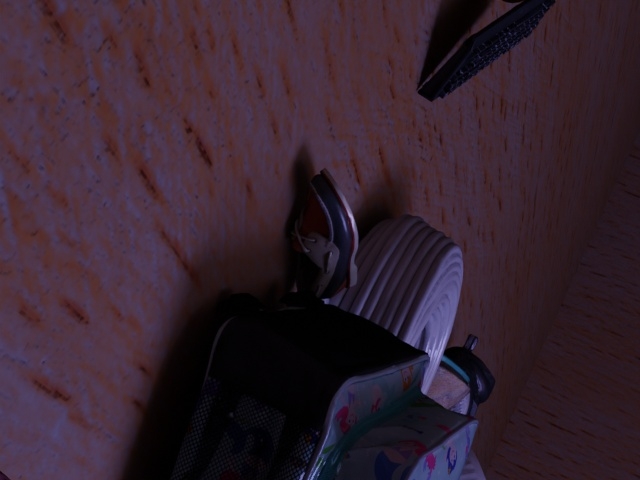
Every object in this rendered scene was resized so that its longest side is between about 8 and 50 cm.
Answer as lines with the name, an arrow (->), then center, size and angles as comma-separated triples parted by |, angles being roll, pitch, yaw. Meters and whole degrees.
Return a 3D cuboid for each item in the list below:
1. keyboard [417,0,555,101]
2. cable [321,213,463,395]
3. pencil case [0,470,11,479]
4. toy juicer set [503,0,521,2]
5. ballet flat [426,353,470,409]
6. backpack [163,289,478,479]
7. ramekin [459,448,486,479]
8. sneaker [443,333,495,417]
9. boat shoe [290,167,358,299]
keyboard -> 0.152, -0.173, 1.022 | 0.180, 0.023, 0.108 | -37, 175, -43
cable -> 0.053, 0.100, 1.024 | 0.257, 0.089, 0.257 | -52, 157, -42
pencil case -> -0.158, 0.231, 0.432 | 0.386, 0.160, 0.167 | 93, 17, -46
toy juicer set -> 0.217, -0.314, 1.000 | 0.329, 0.089, 0.209 | -47, 153, -50
ballet flat -> 0.114, 0.175, 1.294 | 0.106, 0.107, 0.316 | -59, 161, -3
backpack -> -0.017, 0.186, 0.778 | 0.253, 0.191, 0.225 | -64, 160, 11
ramekin -> 0.137, 0.329, 1.354 | 0.207, 0.109, 0.207 | 169, -90, -82
sneaker -> 0.174, 0.257, 1.569 | 0.153, 0.101, 0.269 | -40, 146, -52
boat shoe -> 0.000, 0.000, 0.817 | 0.043, 0.049, 0.137 | -21, 149, -10
